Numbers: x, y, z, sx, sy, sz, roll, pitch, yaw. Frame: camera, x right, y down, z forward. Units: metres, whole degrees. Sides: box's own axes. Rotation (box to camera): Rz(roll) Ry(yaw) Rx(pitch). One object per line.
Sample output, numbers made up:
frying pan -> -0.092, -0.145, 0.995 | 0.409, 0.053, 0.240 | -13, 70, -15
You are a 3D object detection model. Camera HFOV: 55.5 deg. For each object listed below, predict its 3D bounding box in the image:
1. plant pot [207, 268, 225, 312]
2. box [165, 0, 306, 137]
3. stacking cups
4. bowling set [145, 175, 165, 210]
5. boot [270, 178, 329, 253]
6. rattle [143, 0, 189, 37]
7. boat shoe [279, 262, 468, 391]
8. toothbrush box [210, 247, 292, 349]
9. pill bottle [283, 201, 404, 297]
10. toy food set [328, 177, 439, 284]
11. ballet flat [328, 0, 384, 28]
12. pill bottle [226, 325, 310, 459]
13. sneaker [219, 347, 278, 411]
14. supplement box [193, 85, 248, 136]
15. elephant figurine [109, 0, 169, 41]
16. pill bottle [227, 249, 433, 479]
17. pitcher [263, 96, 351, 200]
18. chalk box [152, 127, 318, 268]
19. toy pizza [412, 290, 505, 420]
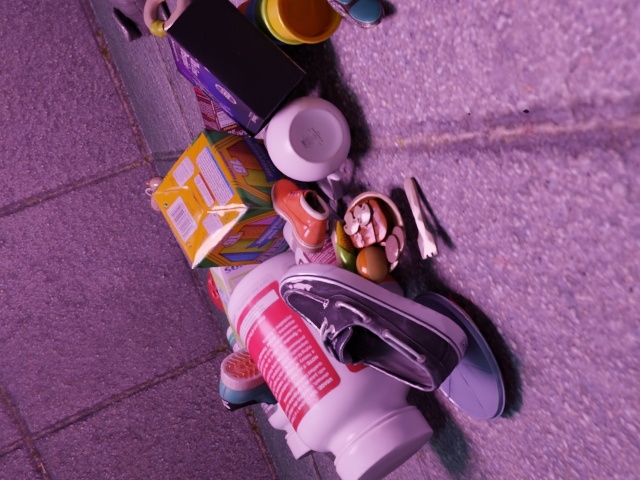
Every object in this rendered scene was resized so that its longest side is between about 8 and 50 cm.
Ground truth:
plant pot -> -0.189, 0.086, 1.560 | 0.191, 0.191, 0.174 | 62, 158, 13
box -> -0.137, -0.270, 0.971 | 0.184, 0.103, 0.261 | 39, 177, -9
stacking cups -> -0.066, -0.337, 0.924 | 0.316, 0.096, 0.096 | 32, 142, 66
bowling set -> -0.299, -0.164, 1.594 | 0.154, 0.287, 0.199 | 116, 161, -58
boot -> -0.030, -0.062, 0.978 | 0.158, 0.059, 0.084 | 56, 146, 37
rattle -> -0.338, -0.564, 1.441 | 0.130, 0.143, 0.199 | -29, 67, 39
boat shoe -> 0.046, 0.122, 0.847 | 0.301, 0.102, 0.108 | 21, 138, 30
toothbrush box -> -0.115, 0.102, 1.355 | 0.122, 0.206, 0.283 | 29, 138, 60
pill bottle -> 0.032, 0.042, 1.026 | 0.221, 0.121, 0.121 | 54, 157, 32
toy food set -> 0.070, -0.005, 0.864 | 0.192, 0.039, 0.132 | -29, 72, 47
ballet flat -> 0.047, -0.284, 0.750 | 0.114, 0.041, 0.041 | 51, 156, 37
pill bottle -> -0.070, 0.338, 1.514 | 0.361, 0.204, 0.204 | 60, 160, 20
sneaker -> -0.081, 0.273, 1.300 | 0.108, 0.302, 0.121 | 47, 136, 39
supplement box -> -0.236, -0.347, 1.356 | 0.130, 0.073, 0.239 | 36, 144, 57
elephant figurine -> -0.470, -0.603, 1.607 | 0.169, 0.186, 0.239 | 8, 146, 17
pill bottle -> 0.016, 0.229, 1.117 | 0.407, 0.229, 0.229 | 54, 157, 29
pitcher -> -0.009, -0.136, 0.963 | 0.178, 0.125, 0.207 | 48, 174, -10
chalk box -> -0.127, -0.073, 1.151 | 0.179, 0.289, 0.180 | -44, 68, 29
toy pizza -> 0.197, 0.161, 0.868 | 0.201, 0.032, 0.201 | 51, 156, 33
